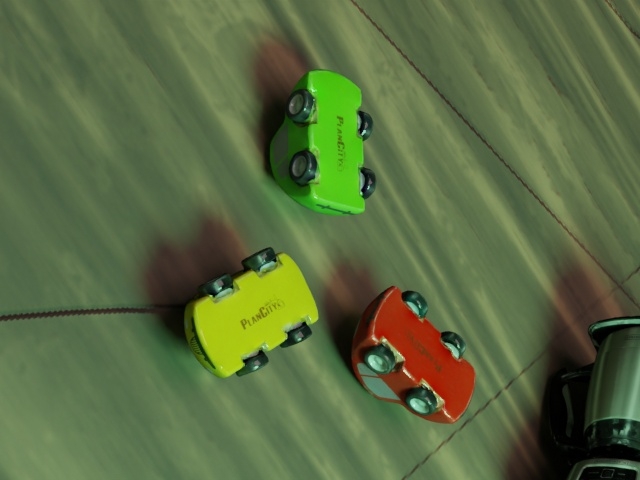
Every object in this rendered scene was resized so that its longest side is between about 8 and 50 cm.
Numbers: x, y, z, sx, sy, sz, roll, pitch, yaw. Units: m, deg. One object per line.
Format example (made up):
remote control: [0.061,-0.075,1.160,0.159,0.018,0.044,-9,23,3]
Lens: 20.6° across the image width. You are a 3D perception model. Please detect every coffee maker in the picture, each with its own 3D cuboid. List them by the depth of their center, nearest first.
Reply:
coffee maker: [0.241,0.171,1.261,0.171,0.120,0.178,40,52,-26]

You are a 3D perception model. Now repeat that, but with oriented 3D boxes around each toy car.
toy car: [0.000,0.000,1.145,0.239,0.053,0.225,15,65,-39]
